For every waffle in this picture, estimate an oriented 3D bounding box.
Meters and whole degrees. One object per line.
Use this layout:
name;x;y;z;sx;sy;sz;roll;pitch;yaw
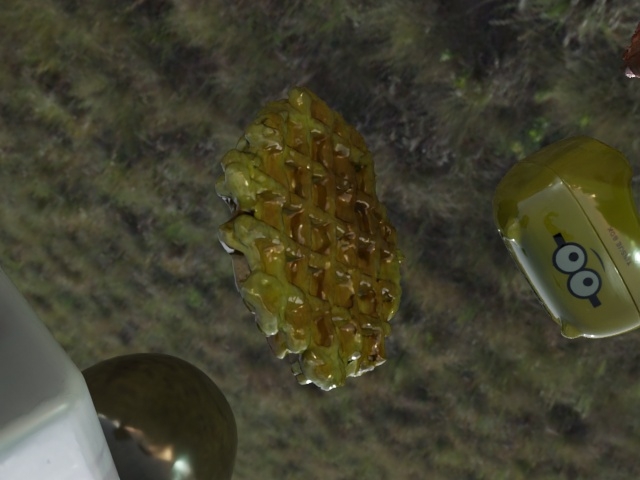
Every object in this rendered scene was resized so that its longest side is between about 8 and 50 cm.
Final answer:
waffle;0.000;0.000;0.896;0.068;0.325;0.302;-9;116;30

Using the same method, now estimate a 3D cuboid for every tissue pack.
tissue pack;0.239;0.001;0.812;0.178;0.127;0.123;58;179;-13

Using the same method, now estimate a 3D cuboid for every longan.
longan;-0.213;0.248;1.089;0.246;0.215;0.246;50;159;27

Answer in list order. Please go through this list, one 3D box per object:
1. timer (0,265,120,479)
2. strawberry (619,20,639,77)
timer;-0.255;0.130;0.544;0.194;0.192;0.195;43;150;30
strawberry;0.465;-0.256;1.103;0.097;0.174;0.228;16;148;-4
